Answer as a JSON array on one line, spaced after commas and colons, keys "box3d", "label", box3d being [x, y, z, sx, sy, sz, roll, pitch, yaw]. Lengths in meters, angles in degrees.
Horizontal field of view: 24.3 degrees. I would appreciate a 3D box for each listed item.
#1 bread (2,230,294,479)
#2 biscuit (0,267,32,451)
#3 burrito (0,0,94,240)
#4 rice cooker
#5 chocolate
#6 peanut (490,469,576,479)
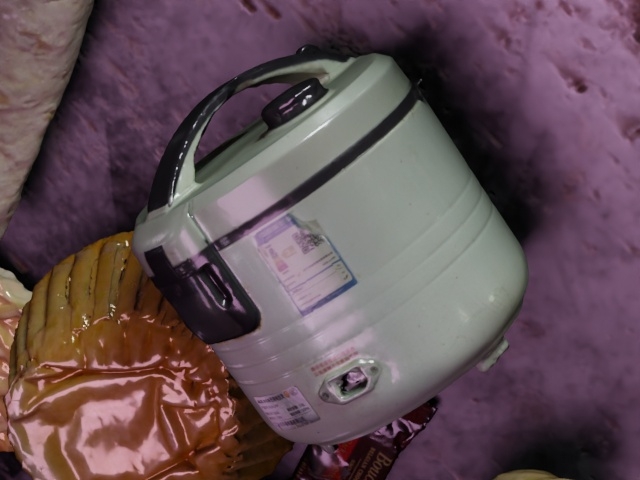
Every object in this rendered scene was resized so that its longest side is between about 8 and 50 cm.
[{"box3d": [-0.126, 0.105, 1.130, 0.240, 0.139, 0.239, 2, 106, 8], "label": "bread"}, {"box3d": [-0.316, 0.077, 1.268, 0.309, 0.040, 0.204, 42, 124, -1], "label": "biscuit"}, {"box3d": [-0.252, -0.143, 1.093, 0.143, 0.105, 0.299, 31, 122, 1], "label": "burrito"}, {"box3d": [0.000, 0.000, 0.989, 0.226, 0.226, 0.244, -25, 106, 31], "label": "rice cooker"}, {"box3d": [0.021, 0.175, 1.179, 0.086, 0.028, 0.182, 31, 122, 3], "label": "chocolate"}, {"box3d": [0.142, 0.265, 1.110, 0.122, 0.137, 0.253, 25, 120, 8], "label": "peanut"}]
